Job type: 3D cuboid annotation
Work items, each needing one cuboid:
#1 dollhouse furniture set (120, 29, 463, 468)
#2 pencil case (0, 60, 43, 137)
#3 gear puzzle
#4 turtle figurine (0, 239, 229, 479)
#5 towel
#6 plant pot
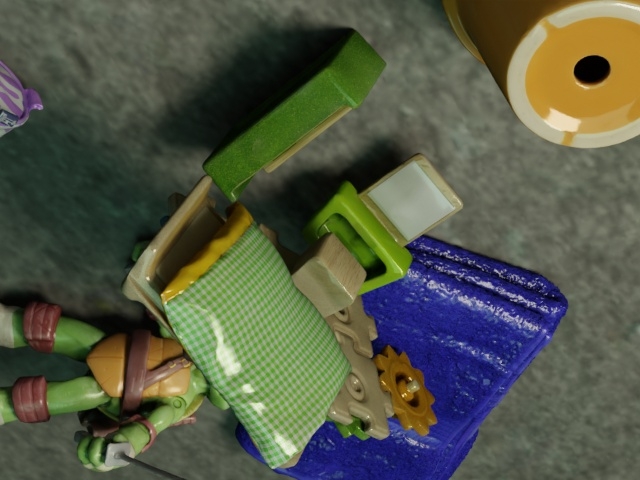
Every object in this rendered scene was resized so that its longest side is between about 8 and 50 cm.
[{"bbox_3d":[0.000,0.000,1.225,0.151,0.301,0.197,-35,103,28],"label":"dollhouse furniture set"},{"bbox_3d":[-0.328,-0.077,1.328,0.206,0.086,0.088,-36,149,27],"label":"pencil case"},{"bbox_3d":[-0.014,0.085,1.335,0.044,0.175,0.339,-33,140,28],"label":"gear puzzle"},{"bbox_3d":[-0.197,0.097,1.404,0.266,0.275,0.198,2,96,3],"label":"turtle figurine"},{"bbox_3d":[0.074,0.134,1.511,0.227,0.076,0.308,17,127,-16],"label":"towel"},{"bbox_3d":[0.194,-0.175,1.181,0.205,0.188,0.205,-1,130,-1],"label":"plant pot"}]
